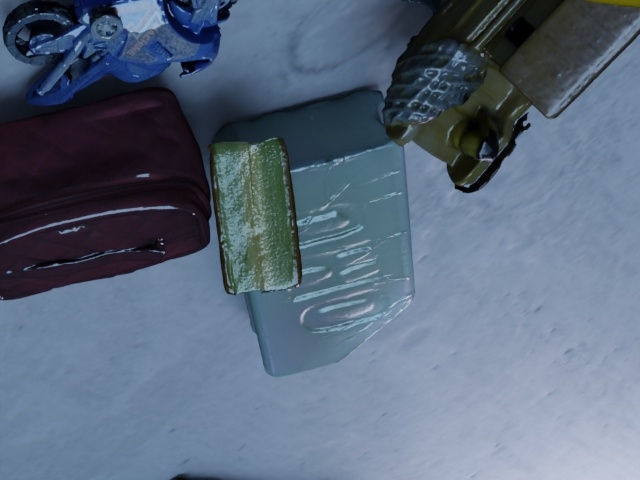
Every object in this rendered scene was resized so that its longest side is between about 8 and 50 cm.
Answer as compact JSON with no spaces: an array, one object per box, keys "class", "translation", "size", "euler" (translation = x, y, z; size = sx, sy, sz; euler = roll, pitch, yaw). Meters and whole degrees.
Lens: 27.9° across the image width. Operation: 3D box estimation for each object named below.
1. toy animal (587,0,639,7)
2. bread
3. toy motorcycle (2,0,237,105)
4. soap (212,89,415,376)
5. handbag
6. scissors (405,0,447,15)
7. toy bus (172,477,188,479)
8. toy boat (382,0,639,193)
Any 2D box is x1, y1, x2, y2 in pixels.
[{"class":"toy animal","translation":[0.222,-0.285,0.731],"size":[0.345,0.278,0.247],"euler":[-20,128,-1]},{"class":"bread","translation":[-0.059,-0.030,1.162],"size":[0.074,0.084,0.139],"euler":[-8,104,-2]},{"class":"toy motorcycle","translation":[-0.160,-0.174,1.080],"size":[0.205,0.076,0.114],"euler":[-15,143,-4]},{"class":"soap","translation":[0.000,0.000,1.286],"size":[0.172,0.095,0.290],"euler":[-14,136,-6]},{"class":"handbag","translation":[-0.210,-0.034,1.131],"size":[0.225,0.135,0.146],"euler":[-13,159,-8]},{"class":"scissors","translation":[0.126,-0.188,1.187],"size":[0.138,0.041,0.289],"euler":[-16,132,-5]},{"class":"toy bus","translation":[-0.059,0.438,1.623],"size":[0.343,0.199,0.184],"euler":[14,127,-29]},{"class":"toy boat","translation":[0.227,-0.228,1.068],"size":[0.136,0.162,0.445],"euler":[31,107,-38]}]
